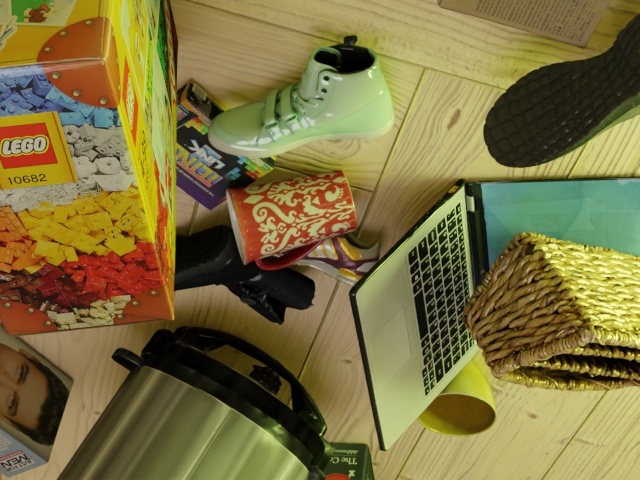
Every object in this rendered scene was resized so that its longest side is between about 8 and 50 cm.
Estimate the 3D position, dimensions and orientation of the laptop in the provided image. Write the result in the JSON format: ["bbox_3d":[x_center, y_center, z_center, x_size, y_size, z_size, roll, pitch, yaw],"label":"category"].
[{"bbox_3d":[0.278,0.118,1.872,0.236,0.408,0.382,27,147,33],"label":"laptop"}]

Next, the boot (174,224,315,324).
[{"bbox_3d":[-0.152,0.068,1.987,0.246,0.094,0.207,-15,141,40],"label":"boot"}]

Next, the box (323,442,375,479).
[{"bbox_3d":[-0.083,0.545,2.327,0.343,0.312,0.179,-1,137,10],"label":"box"}]

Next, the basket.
[{"bbox_3d":[0.375,0.148,1.776,0.299,0.223,0.213,10,124,-34],"label":"basket"}]

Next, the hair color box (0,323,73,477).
[{"bbox_3d":[-0.613,0.228,2.177,0.114,0.185,0.374,-23,128,30],"label":"hair color box"}]

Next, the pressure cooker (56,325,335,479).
[{"bbox_3d":[-0.194,0.367,2.097,0.375,0.420,0.370,19,158,35],"label":"pressure cooker"}]

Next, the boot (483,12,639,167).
[{"bbox_3d":[0.390,-0.171,1.574,0.338,0.118,0.223,-27,158,36],"label":"boot"}]

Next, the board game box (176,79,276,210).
[{"bbox_3d":[-0.171,-0.133,1.812,0.170,0.048,0.141,38,129,-27],"label":"board game box"}]

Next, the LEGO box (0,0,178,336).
[{"bbox_3d":[-0.282,-0.204,1.409,0.193,0.500,0.372,-6,137,1],"label":"LEGO box"}]

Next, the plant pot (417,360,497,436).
[{"bbox_3d":[0.228,0.253,2.113,0.134,0.095,0.134,4,140,3],"label":"plant pot"}]

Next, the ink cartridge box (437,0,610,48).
[{"bbox_3d":[0.264,-0.356,1.464,0.193,0.088,0.234,16,138,-5],"label":"ink cartridge box"}]

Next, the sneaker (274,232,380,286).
[{"bbox_3d":[0.000,0.000,1.920,0.185,0.069,0.084,20,114,-5],"label":"sneaker"}]

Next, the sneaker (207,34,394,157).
[{"bbox_3d":[-0.036,-0.198,1.681,0.256,0.094,0.151,-9,141,4],"label":"sneaker"}]

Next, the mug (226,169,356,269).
[{"bbox_3d":[-0.042,-0.035,1.834,0.169,0.113,0.150,-14,166,-7],"label":"mug"}]
